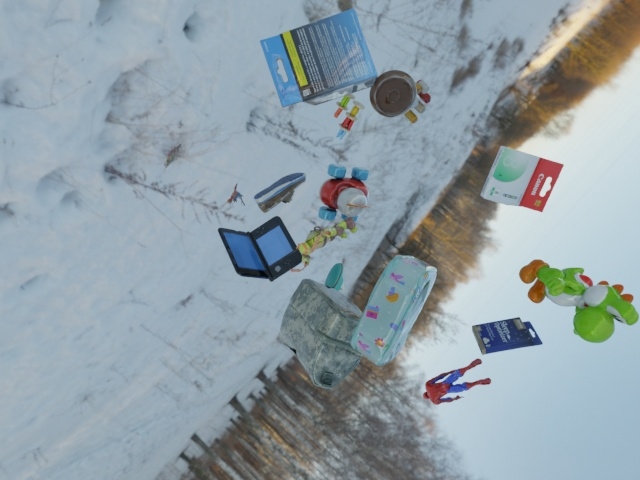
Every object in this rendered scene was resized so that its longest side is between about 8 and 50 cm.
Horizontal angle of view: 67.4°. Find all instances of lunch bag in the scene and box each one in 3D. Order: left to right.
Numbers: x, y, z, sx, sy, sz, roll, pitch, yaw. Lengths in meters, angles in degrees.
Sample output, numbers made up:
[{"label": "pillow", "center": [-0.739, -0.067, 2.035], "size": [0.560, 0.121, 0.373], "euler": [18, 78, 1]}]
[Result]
[{"label": "lunch bag", "center": [0.003, 0.300, 1.559], "size": [0.256, 0.212, 0.305], "euler": [-59, -147, 4]}, {"label": "lunch bag", "center": [0.189, 0.175, 1.224], "size": [0.279, 0.108, 0.224], "euler": [-66, 159, 10]}]

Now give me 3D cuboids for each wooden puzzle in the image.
[{"label": "wooden puzzle", "center": [-0.394, -0.222, 1.269], "size": [0.049, 0.006, 0.083], "euler": [-57, -172, 35]}]

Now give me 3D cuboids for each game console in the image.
[{"label": "game console", "center": [-0.256, 0.015, 2.042], "size": [0.250, 0.293, 0.173], "euler": [-33, 144, 1]}]

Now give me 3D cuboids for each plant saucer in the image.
[{"label": "plant saucer", "center": [0.258, -0.514, 1.697], "size": [0.168, 0.168, 0.029], "euler": [-54, -163, 27]}]

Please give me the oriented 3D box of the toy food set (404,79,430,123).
[{"label": "toy food set", "center": [0.421, -0.648, 2.158], "size": [0.111, 0.104, 0.232], "euler": [-34, 155, -5]}]

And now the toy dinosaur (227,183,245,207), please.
[{"label": "toy dinosaur", "center": [-0.259, -0.131, 1.421], "size": [0.047, 0.090, 0.082], "euler": [-25, 170, 3]}]

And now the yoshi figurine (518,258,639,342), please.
[{"label": "yoshi figurine", "center": [0.798, 0.203, 1.528], "size": [0.204, 0.362, 0.203], "euler": [0, 105, -26]}]

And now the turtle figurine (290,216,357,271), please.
[{"label": "turtle figurine", "center": [0.000, 0.000, 1.542], "size": [0.217, 0.087, 0.269], "euler": [-27, 164, -35]}]

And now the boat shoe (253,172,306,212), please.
[{"label": "boat shoe", "center": [-0.118, -0.148, 1.482], "size": [0.183, 0.066, 0.066], "euler": [-31, -151, -18]}]

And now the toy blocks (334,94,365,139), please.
[{"label": "toy blocks", "center": [0.087, -0.462, 1.780], "size": [0.054, 0.123, 0.148], "euler": [3, 132, -43]}]

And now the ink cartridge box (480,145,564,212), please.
[{"label": "ink cartridge box", "center": [0.676, -0.198, 1.599], "size": [0.056, 0.225, 0.181], "euler": [-70, 177, -70]}]

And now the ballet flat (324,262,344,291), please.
[{"label": "ballet flat", "center": [0.054, 0.221, 2.110], "size": [0.083, 0.087, 0.247], "euler": [13, -105, 52]}]

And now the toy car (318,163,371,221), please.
[{"label": "toy car", "center": [0.128, -0.156, 1.863], "size": [0.210, 0.238, 0.219], "euler": [3, 112, -28]}]

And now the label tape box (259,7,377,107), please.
[{"label": "label tape box", "center": [-0.006, -0.598, 1.621], "size": [0.334, 0.240, 0.106], "euler": [-19, 180, -1]}]

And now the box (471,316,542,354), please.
[{"label": "box", "center": [0.708, 0.359, 1.826], "size": [0.136, 0.225, 0.036], "euler": [-92, 170, -59]}]

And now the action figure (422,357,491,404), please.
[{"label": "action figure", "center": [0.435, 0.446, 1.506], "size": [0.139, 0.091, 0.280], "euler": [-3, 152, -34]}]
